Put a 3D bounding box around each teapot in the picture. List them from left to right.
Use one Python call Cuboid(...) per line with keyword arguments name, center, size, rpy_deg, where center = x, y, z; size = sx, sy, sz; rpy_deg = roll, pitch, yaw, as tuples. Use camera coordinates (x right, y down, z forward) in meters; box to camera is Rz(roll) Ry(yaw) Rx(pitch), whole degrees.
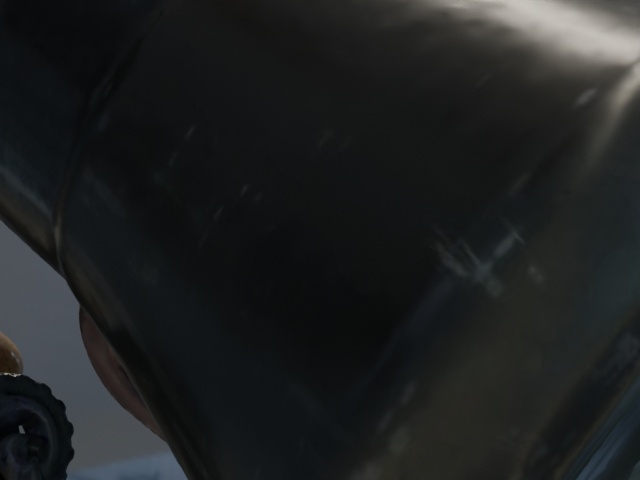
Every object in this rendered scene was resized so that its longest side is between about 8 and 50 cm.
Cuboid(name="teapot", center=(0.000, 0.000, 0.705), size=(0.362, 0.305, 0.376), rpy_deg=(39, -39, 23))

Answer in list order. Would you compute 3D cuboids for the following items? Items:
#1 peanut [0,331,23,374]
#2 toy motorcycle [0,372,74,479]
Cuboid(name="peanut", center=(-0.249, 0.077, 0.907), size=(0.152, 0.076, 0.076), rpy_deg=(-1, -20, -5))
Cuboid(name="toy motorcycle", center=(-0.150, 0.168, 0.682), size=(0.082, 0.213, 0.122), rpy_deg=(-3, 9, 43))
